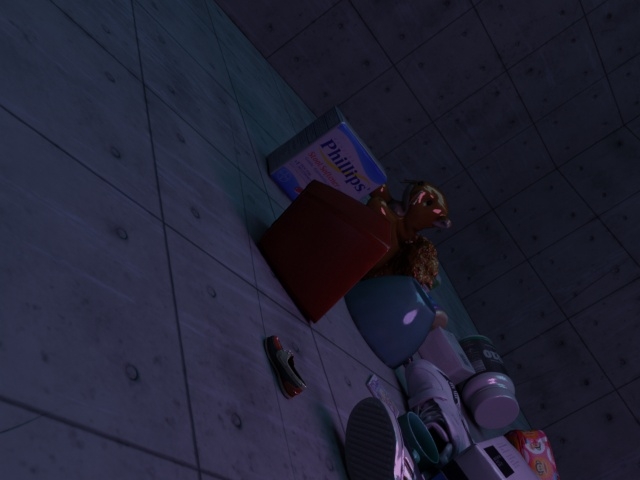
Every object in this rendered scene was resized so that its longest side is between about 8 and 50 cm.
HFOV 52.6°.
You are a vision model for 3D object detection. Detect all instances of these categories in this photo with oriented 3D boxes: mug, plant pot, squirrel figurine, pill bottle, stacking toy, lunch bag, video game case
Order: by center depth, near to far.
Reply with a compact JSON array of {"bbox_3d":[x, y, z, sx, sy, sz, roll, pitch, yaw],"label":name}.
[{"bbox_3d":[0.188,0.466,1.469,0.158,0.097,0.129,35,25,-53],"label":"mug"},{"bbox_3d":[0.000,0.000,1.626,0.236,0.267,0.267,41,15,-6],"label":"plant pot"},{"bbox_3d":[0.163,0.411,1.688,0.122,0.011,0.087,56,14,4],"label":"video game case"},{"bbox_3d":[0.616,0.741,1.974,0.258,0.120,0.293,112,-22,-53],"label":"lunch bag"},{"bbox_3d":[0.237,0.220,1.990,0.290,0.195,0.290,51,15,-20],"label":"plant pot"},{"bbox_3d":[0.270,-0.024,2.210,0.281,0.371,0.396,-93,160,-66],"label":"squirrel figurine"},{"bbox_3d":[0.643,0.555,2.561,0.204,0.204,0.361,49,16,-26],"label":"pill bottle"},{"bbox_3d":[0.374,0.231,2.595,0.141,0.141,0.330,43,12,-42],"label":"stacking toy"}]

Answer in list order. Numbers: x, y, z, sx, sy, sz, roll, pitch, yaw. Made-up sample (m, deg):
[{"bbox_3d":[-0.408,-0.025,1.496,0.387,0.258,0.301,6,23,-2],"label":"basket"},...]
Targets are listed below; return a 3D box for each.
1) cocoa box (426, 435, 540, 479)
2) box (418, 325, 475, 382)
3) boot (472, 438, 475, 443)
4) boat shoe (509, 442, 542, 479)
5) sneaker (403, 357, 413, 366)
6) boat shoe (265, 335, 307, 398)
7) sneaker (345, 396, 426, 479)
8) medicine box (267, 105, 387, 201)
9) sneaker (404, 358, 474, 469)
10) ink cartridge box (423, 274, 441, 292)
[{"bbox_3d":[0.363,0.599,1.438,0.231,0.228,0.347,52,11,26],"label":"cocoa box"},{"bbox_3d":[0.461,0.434,2.403,0.181,0.119,0.181,32,26,-58],"label":"box"},{"bbox_3d":[0.376,0.559,1.934,0.123,0.095,0.258,47,7,-8],"label":"boot"},{"bbox_3d":[0.487,0.676,1.820,0.500,0.156,0.186,76,13,-85],"label":"boat shoe"},{"bbox_3d":[0.288,0.400,2.095,0.109,0.040,0.044,58,-3,-6],"label":"sneaker"},{"bbox_3d":[-0.067,0.238,1.252,0.049,0.043,0.137,34,24,-51],"label":"boat shoe"},{"bbox_3d":[0.136,0.467,1.247,0.127,0.126,0.321,36,34,-43],"label":"sneaker"},{"bbox_3d":[0.020,-0.235,2.105,0.263,0.289,0.149,48,16,-29],"label":"medicine box"},{"bbox_3d":[0.306,0.469,1.767,0.210,0.137,0.365,42,23,-52],"label":"sneaker"},{"bbox_3d":[0.322,0.146,2.418,0.153,0.208,0.087,54,17,-4],"label":"ink cartridge box"}]
